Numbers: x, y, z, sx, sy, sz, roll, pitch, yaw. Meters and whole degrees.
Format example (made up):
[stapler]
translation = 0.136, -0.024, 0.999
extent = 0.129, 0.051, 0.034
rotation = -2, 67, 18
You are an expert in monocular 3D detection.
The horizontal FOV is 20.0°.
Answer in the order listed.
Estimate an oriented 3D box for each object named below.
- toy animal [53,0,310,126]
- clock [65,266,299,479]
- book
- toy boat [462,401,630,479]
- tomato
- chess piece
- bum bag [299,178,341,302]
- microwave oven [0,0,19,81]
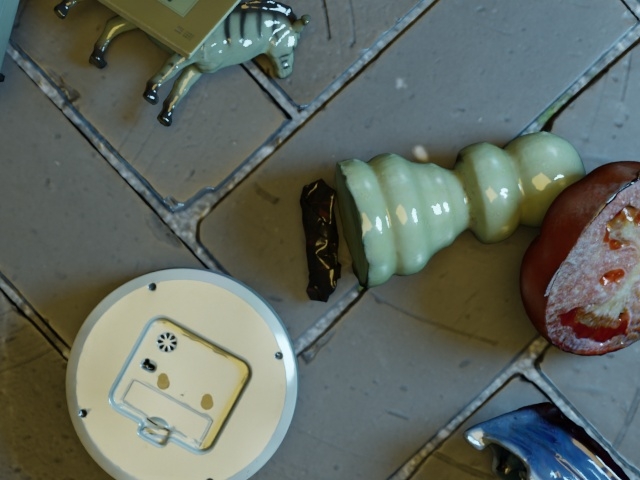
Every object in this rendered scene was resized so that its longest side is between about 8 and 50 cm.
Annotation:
[toy animal]
translation = -0.136, -0.215, 1.814
extent = 0.217, 0.073, 0.176
rotation = 40, 79, 6
[clock]
translation = -0.137, 0.141, 1.803
extent = 0.230, 0.083, 0.230
rotation = 0, 90, 1
[book]
translation = -0.129, -0.267, 1.797
extent = 0.118, 0.012, 0.172
rotation = 33, 61, 8
[toy boat]
translation = 0.251, 0.289, 1.775
extent = 0.142, 0.129, 0.309
rotation = -44, 98, -15
[tomato]
translation = 0.284, 0.005, 1.768
extent = 0.225, 0.225, 0.085
rotation = -42, 47, -1
[chess piece]
translation = 0.144, -0.040, 1.792
extent = 0.243, 0.133, 0.133
rotation = -13, 89, -7
[bum bag]
translation = 0.001, 0.000, 1.820
extent = 0.034, 0.058, 0.124
rotation = -6, 93, -28
[microwave oven]
translation = -0.415, -0.345, 1.704
extent = 0.218, 0.286, 0.355
rotation = 15, 90, 25
